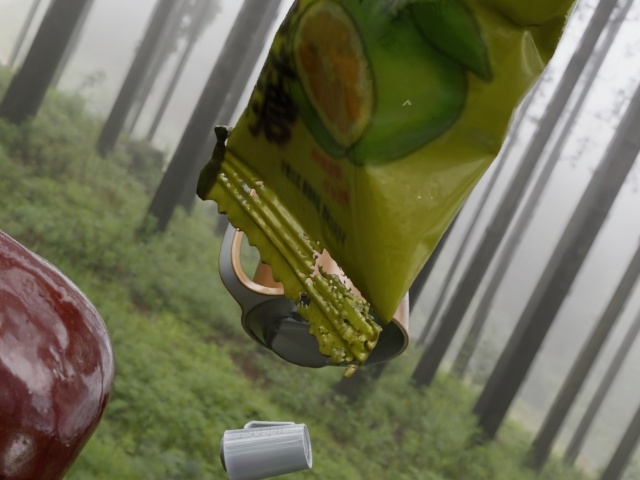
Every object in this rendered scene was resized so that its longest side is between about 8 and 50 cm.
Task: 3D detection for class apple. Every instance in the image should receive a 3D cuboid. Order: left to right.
[{"bbox_3d":[-0.364,0.131,1.151,0.317,0.288,0.288,61,-12,-29],"label":"apple"}]

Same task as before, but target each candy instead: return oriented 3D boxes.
[{"bbox_3d":[0.037,-0.098,0.580,0.081,0.297,0.187,4,34,-40],"label":"candy"}]

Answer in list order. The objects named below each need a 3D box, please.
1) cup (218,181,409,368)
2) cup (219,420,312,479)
[{"bbox_3d":[0.000,0.000,1.245,0.226,0.264,0.182,26,-33,-29],"label":"cup"},{"bbox_3d":[-0.073,0.280,1.541,0.116,0.074,0.104,-11,25,6],"label":"cup"}]
